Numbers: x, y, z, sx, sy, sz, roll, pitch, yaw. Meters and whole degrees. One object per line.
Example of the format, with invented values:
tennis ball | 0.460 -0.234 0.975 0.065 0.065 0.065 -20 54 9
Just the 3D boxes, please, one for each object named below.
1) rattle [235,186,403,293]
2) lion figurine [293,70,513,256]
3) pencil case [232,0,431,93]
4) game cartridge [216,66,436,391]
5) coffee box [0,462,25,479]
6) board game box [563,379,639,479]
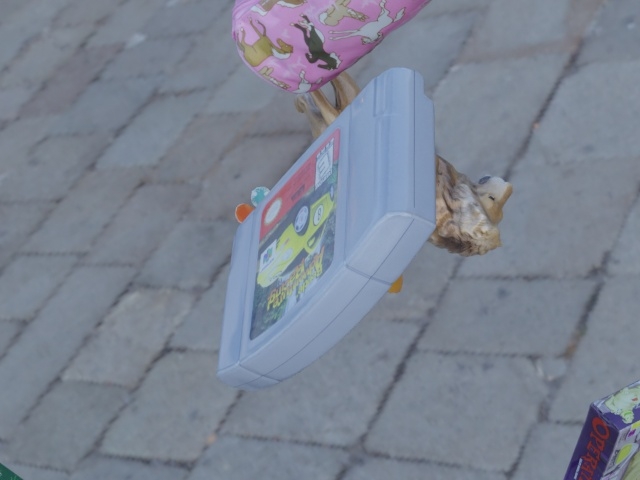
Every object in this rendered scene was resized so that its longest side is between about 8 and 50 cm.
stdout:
rattle | 0.000 0.000 1.655 0.199 0.143 0.130 -9 53 8
lion figurine | 0.082 -0.119 1.682 0.142 0.392 0.240 -49 39 23
pencil case | 0.045 -0.313 1.422 0.160 0.167 0.386 -43 4 -40
game cartridge | -0.002 0.005 1.082 0.294 0.060 0.196 -45 34 42
coffee box | -0.401 0.298 1.447 0.113 0.184 0.040 -24 38 29
board game box | 0.339 0.262 1.333 0.208 0.347 0.056 -24 51 -29
